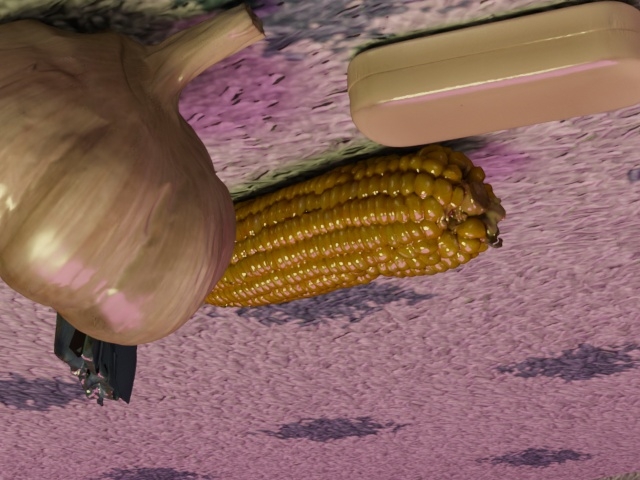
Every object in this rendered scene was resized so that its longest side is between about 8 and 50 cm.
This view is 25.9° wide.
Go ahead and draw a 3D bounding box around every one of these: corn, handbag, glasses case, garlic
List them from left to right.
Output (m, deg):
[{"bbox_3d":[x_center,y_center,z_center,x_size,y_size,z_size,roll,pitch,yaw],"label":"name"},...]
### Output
[{"bbox_3d":[-0.187,0.057,1.183,0.057,0.144,0.221,0,163,-2],"label":"handbag"},{"bbox_3d":[-0.121,-0.068,0.835,0.212,0.218,0.218,-48,146,12],"label":"garlic"},{"bbox_3d":[-0.003,-0.002,1.102,0.313,0.102,0.102,-16,157,36],"label":"corn"},{"bbox_3d":[0.114,-0.104,0.888,0.196,0.050,0.083,-8,163,18],"label":"glasses case"}]
